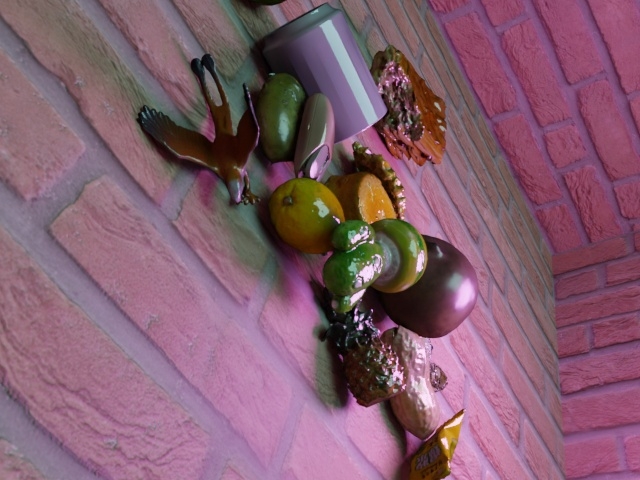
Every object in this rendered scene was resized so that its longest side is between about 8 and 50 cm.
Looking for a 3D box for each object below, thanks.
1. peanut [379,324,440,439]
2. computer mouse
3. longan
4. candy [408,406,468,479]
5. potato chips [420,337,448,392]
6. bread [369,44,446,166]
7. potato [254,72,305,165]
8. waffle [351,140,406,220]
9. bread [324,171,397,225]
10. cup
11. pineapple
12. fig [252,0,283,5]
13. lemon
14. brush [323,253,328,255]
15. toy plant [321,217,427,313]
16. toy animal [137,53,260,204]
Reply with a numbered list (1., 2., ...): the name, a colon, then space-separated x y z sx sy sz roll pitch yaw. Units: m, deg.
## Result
1. peanut: 0.242 0.385 1.853 0.149 0.149 0.313 -5 77 -61
2. computer mouse: -0.009 -0.246 1.684 0.145 0.081 0.237 83 15 -66
3. longan: 0.295 0.123 1.924 0.297 0.297 0.297 38 42 -45
4. candy: 0.303 0.565 1.816 0.081 0.187 0.297 40 27 2
5. potato chips: 0.337 0.379 2.140 0.220 0.029 0.202 55 32 -22
6. bread: 0.280 -0.450 2.382 0.370 0.191 0.314 39 46 -37
7. potato: -0.103 -0.299 1.691 0.149 0.113 0.251 46 48 -61
8. waffle: 0.173 -0.177 2.024 0.291 0.051 0.291 59 -11 18
9. bread: 0.106 -0.064 1.879 0.268 0.145 0.269 31 50 -47
10. cup: 0.003 -0.455 1.879 0.327 0.236 0.323 61 0 -18
11. pineapple: 0.090 0.248 1.677 0.170 0.141 0.310 -9 67 -37
12. fig: -0.088 -0.760 1.823 0.233 0.314 0.233 -14 90 -89
13. lemon: -0.029 -0.056 1.613 0.207 0.170 0.170 43 38 -46
14. brush: 0.000 0.000 1.783 0.013 0.016 0.084 -8 80 -50
15. toy plant: 0.109 0.053 1.630 0.315 0.184 0.224 -8 115 -51
16. toy animal: -0.220 -0.218 1.469 0.284 0.224 0.302 -100 171 -62
